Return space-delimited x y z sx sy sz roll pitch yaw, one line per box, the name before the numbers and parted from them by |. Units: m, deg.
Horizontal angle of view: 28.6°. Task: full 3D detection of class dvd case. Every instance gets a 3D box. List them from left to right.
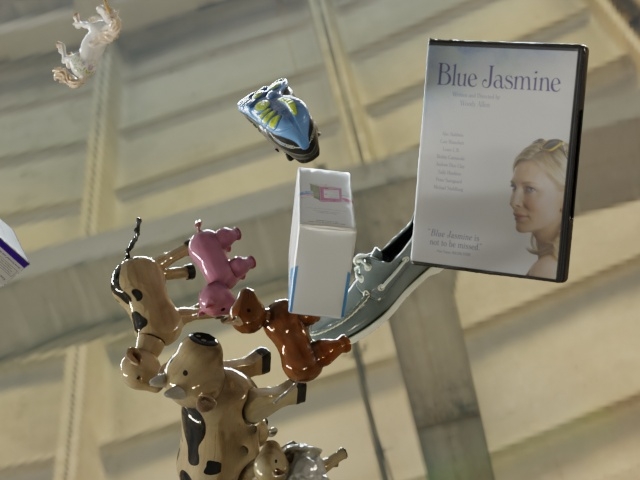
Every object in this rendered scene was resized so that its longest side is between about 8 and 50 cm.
dvd case | 0.191 -0.089 1.360 0.180 0.253 0.022 7 -175 29

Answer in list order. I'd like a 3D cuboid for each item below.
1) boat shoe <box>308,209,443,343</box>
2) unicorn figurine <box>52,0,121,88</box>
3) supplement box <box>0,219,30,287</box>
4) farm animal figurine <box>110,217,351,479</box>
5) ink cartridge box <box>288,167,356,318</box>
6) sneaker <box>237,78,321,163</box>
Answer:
boat shoe | 0.091 0.040 1.868 0.319 0.099 0.116 -39 -157 0
unicorn figurine | -0.336 -0.295 1.838 0.060 0.162 0.111 1 -154 -39
supplement box | -0.607 0.051 2.054 0.220 0.114 0.111 -41 -138 0
farm animal figurine | -0.125 0.157 1.392 0.172 0.327 0.330 -19 -160 -34
ink cartridge box | 0.000 0.000 1.109 0.052 0.089 0.122 6 -154 -3
sneaker | -0.044 -0.131 1.416 0.067 0.078 0.188 -28 -156 -4
